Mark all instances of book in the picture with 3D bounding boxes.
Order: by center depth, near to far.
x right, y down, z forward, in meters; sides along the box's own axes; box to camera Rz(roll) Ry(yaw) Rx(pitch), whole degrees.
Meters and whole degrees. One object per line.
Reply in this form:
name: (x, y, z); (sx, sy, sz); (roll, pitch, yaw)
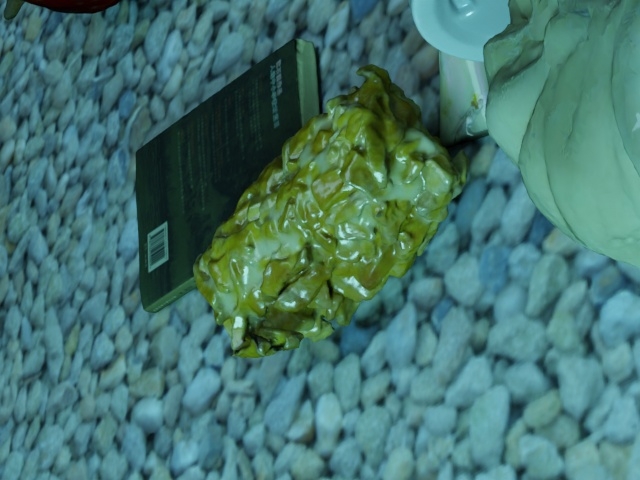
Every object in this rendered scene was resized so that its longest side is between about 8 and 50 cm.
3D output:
book: (-0.079, -0.052, 1.620); (0.228, 0.024, 0.160); (-31, 52, 42)

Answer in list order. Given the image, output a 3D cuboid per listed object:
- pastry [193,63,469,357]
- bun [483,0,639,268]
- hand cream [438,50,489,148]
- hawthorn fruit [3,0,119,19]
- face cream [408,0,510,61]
pastry: (0.000, 0.000, 1.420); (0.250, 0.102, 0.154); (-50, 43, 29)
bun: (0.231, -0.133, 1.063); (0.359, 0.211, 0.360); (-18, 67, 51)
hand cream: (0.102, -0.138, 1.413); (0.061, 0.039, 0.143); (-17, 66, 49)
hawthorn fruit: (-0.242, -0.306, 1.808); (0.250, 0.215, 0.215); (-51, 40, 23)
face cream: (0.106, -0.312, 1.392); (0.145, 0.145, 0.370); (-38, 48, 37)
